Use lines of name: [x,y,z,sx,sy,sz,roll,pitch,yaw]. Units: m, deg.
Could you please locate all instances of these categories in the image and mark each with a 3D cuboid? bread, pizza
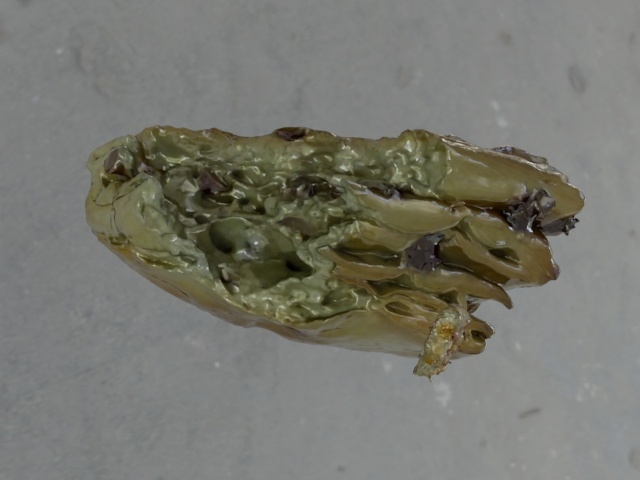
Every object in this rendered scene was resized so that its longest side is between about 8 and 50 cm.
bread: [0.000,0.000,0.970,0.370,0.314,0.191,6,89,-29]
pizza: [0.061,0.052,0.558,0.016,0.083,0.037,36,70,12]
